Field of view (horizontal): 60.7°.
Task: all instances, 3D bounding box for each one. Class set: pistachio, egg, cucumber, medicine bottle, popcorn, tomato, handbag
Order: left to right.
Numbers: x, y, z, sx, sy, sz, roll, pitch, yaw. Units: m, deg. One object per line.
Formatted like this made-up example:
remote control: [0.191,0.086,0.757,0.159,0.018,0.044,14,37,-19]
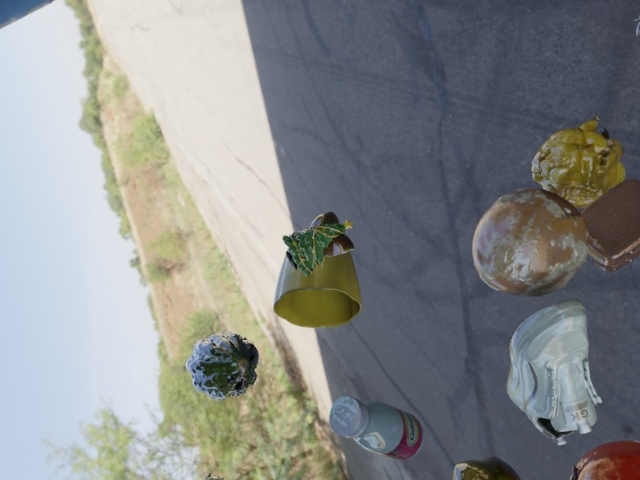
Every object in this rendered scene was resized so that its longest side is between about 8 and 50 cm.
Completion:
cucumber: [-0.104,0.130,0.580,0.265,0.077,0.077,120,129,-78]
medicine bottle: [0.105,0.343,1.005,0.217,0.090,0.090,35,-165,-44]
pistachio: [0.301,0.449,0.999,0.189,0.110,0.100,-110,44,-82]
egg: [0.371,0.004,0.978,0.195,0.233,0.195,24,125,41]
popcorn: [0.639,-0.176,1.342,0.190,0.253,0.191,53,160,28]
handbag: [0.640,-0.037,1.170,0.151,0.193,0.072,50,179,40]
tomato: [0.677,0.605,1.173,0.290,0.325,0.293,12,124,24]

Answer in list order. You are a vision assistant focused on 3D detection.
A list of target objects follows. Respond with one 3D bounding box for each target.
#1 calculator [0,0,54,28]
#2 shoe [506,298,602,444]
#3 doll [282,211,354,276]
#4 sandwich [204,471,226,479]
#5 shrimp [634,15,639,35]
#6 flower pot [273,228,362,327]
calculator: [-0.271,-0.204,0.418,0.121,0.210,0.039,36,151,15]
shoe: [0.410,0.245,0.932,0.316,0.124,0.159,78,174,-47]
doll: [-0.007,-0.001,0.834,0.077,0.113,0.078,23,-148,-56]
sandwich: [-0.180,0.541,1.123,0.193,0.162,0.058,79,-161,-82]
shrimp: [0.714,-0.456,1.085,0.372,0.172,0.137,-138,31,-67]
flower pot: [-0.007,0.079,1.237,0.195,0.195,0.179,94,176,-56]
